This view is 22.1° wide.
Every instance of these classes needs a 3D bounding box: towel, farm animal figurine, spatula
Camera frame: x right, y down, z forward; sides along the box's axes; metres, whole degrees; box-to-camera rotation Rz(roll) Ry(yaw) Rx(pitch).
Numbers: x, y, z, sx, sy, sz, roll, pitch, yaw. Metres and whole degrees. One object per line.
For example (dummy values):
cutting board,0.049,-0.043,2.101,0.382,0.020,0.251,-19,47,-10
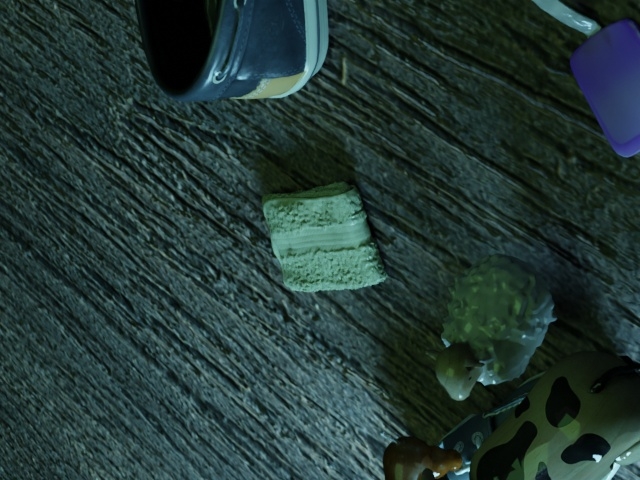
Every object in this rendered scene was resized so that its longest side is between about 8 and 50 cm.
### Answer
towel,0.000,0.000,1.591,0.148,0.027,0.110,-6,108,51
farm animal figurine,0.165,0.217,1.285,0.330,0.172,0.326,36,108,32
spatula,0.167,-0.195,1.249,0.296,0.030,0.084,49,144,-4

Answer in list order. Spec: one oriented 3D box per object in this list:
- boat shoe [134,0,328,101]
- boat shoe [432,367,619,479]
boat shoe,-0.111,-0.349,1.409,0.187,0.156,0.500,16,122,46
boat shoe,0.157,0.211,1.471,0.116,0.099,0.319,60,142,10
